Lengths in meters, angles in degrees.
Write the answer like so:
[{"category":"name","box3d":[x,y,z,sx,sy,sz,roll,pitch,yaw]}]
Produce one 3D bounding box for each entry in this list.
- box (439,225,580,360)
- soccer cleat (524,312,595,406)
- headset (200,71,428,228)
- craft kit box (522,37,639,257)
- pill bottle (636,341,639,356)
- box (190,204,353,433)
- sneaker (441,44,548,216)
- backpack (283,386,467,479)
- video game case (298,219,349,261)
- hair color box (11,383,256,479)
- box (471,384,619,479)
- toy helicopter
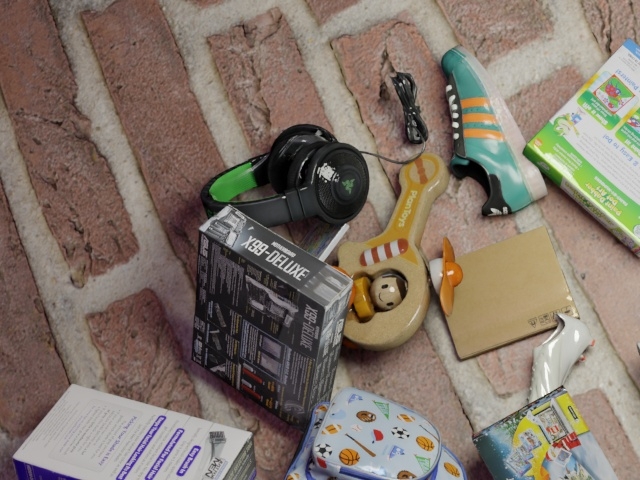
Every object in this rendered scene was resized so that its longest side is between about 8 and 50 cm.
[{"category":"box","box3d":[0.293,0.083,1.907,0.201,0.021,0.165,-21,67,10]},{"category":"soccer cleat","box3d":[0.346,0.204,1.827,0.076,0.068,0.196,33,78,-6]},{"category":"headset","box3d":[-0.010,-0.136,1.940,0.394,0.243,0.185,-19,112,-12]},{"category":"craft kit box","box3d":[0.490,-0.146,1.858,0.250,0.061,0.246,44,78,9]},{"category":"pill bottle","box3d":[0.613,0.159,1.720,0.278,0.162,0.162,-22,69,9]},{"category":"box","box3d":[-0.084,0.127,1.859,0.242,0.308,0.076,30,47,22]},{"category":"sneaker","box3d":[0.252,-0.179,1.951,0.121,0.108,0.302,-26,70,3]},{"category":"backpack","box3d":[0.084,0.361,1.763,0.263,0.276,0.213,24,126,4]},{"category":"video game case","box3d":[0.000,0.000,1.974,0.011,0.122,0.087,39,86,-19]},{"category":"hair color box","box3d":[-0.293,0.360,1.902,0.338,0.110,0.185,11,39,20]},{"category":"box","box3d":[0.349,0.354,1.759,0.159,0.044,0.233,-30,88,6]},{"category":"toy helicopter","box3d":[0.139,0.013,1.904,0.234,0.140,0.355,6,63,33]}]
